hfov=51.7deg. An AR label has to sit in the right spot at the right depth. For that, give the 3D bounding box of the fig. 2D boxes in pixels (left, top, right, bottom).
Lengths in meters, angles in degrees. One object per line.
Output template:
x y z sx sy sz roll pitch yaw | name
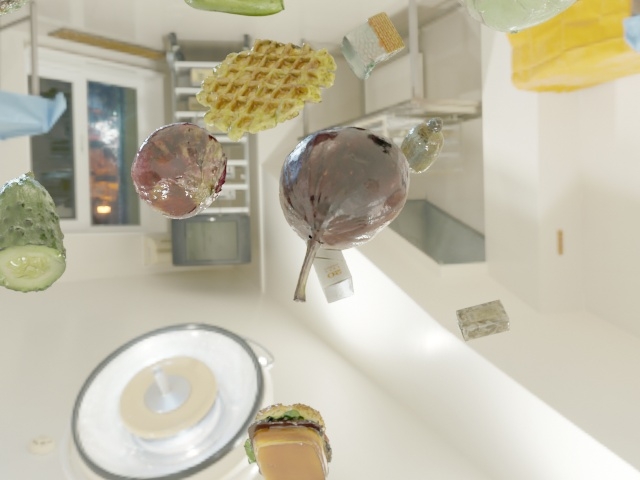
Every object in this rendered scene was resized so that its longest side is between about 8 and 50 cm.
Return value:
0.018 -0.061 0.967 0.204 0.186 0.249 -23 -164 31 | fig

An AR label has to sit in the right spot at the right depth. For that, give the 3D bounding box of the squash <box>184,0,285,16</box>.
-0.165 -0.459 1.241 0.201 0.066 0.066 9 -178 4 | squash

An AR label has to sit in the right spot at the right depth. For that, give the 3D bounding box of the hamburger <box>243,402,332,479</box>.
-0.051 0.308 1.012 0.137 0.166 0.087 -2 -137 3 | hamburger

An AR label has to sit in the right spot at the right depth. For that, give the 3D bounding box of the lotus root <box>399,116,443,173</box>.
0.298 -0.280 1.920 0.088 0.113 0.192 -43 169 -43 | lotus root

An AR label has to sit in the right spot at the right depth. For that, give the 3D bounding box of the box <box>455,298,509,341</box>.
0.322 0.159 1.315 0.098 0.045 0.062 -12 -141 1 | box

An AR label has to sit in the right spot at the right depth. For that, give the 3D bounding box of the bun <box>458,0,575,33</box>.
0.302 -0.487 1.071 0.293 0.293 0.187 -1 -159 37 | bun

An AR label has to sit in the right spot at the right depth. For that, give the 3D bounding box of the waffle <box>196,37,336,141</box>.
-0.126 -0.345 1.446 0.307 0.312 0.060 -33 139 -4 | waffle

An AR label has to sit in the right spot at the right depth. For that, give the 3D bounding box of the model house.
0.104 -0.382 1.306 0.100 0.088 0.101 -33 -179 -6 | model house

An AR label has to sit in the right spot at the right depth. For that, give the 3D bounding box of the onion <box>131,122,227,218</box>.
-0.156 -0.078 0.729 0.107 0.107 0.097 -2 -161 -37 | onion

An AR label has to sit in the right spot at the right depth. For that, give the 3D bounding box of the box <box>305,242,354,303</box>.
0.000 0.001 1.348 0.067 0.233 0.149 -21 161 0 | box

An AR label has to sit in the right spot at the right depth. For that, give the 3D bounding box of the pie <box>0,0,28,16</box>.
-0.725 -0.614 1.525 0.054 0.240 0.240 38 -179 -1 | pie

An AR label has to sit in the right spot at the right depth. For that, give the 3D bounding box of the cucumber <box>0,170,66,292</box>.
-0.526 -0.035 1.180 0.134 0.244 0.134 -12 141 -10 | cucumber
